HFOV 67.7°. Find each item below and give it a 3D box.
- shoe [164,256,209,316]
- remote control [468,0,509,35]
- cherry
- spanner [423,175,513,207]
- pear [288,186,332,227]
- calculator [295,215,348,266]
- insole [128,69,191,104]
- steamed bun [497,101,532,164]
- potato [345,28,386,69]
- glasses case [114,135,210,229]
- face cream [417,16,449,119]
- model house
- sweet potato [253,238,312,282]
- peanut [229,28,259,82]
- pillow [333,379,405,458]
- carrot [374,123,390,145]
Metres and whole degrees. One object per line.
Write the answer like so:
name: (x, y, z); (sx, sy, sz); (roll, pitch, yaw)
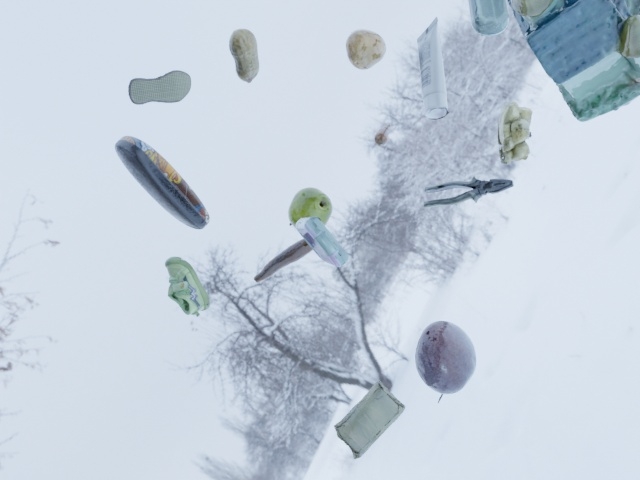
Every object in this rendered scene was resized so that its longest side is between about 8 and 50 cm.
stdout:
shoe: (-0.546, 0.186, 1.936); (0.140, 0.262, 0.128); (-23, 15, 32)
remote control: (0.479, -0.696, 1.371); (0.052, 0.104, 0.248); (60, -153, -68)
cherry: (0.395, 0.368, 1.508); (0.213, 0.183, 0.266); (-59, -39, -48)
spanner: (0.519, -0.176, 1.703); (0.040, 0.324, 0.096); (25, -116, -49)
pear: (-0.053, -0.109, 1.868); (0.216, 0.166, 0.180); (-31, 44, 53)
calculator: (0.000, 0.000, 1.200); (0.045, 0.141, 0.246); (-40, 9, -6)
insole: (-0.420, -0.405, 1.273); (0.253, 0.005, 0.086); (-45, -37, -57)
steamed bun: (0.673, -0.376, 1.638); (0.192, 0.106, 0.178); (74, -160, -46)
potato: (0.129, -0.564, 1.398); (0.147, 0.112, 0.112); (-20, -39, -53)
glasses case: (-0.404, -0.142, 1.243); (0.082, 0.122, 0.321); (-56, -40, -22)
face cream: (0.273, -0.419, 1.178); (0.092, 0.058, 0.244); (146, 125, -65)
model house: (0.403, -0.365, 0.737); (0.194, 0.267, 0.324); (-29, -21, 38)
sweet potato: (-0.100, 0.051, 1.514); (0.264, 0.057, 0.057); (-33, -7, 5)
peanut: (-0.305, -0.740, 1.918); (0.236, 0.120, 0.110); (92, -162, -59)
pillow: (0.139, 0.517, 1.377); (0.208, 0.119, 0.053); (-43, 1, -7)
carrot: (0.225, -0.382, 1.686); (0.216, 0.048, 0.048); (-60, -5, -58)
